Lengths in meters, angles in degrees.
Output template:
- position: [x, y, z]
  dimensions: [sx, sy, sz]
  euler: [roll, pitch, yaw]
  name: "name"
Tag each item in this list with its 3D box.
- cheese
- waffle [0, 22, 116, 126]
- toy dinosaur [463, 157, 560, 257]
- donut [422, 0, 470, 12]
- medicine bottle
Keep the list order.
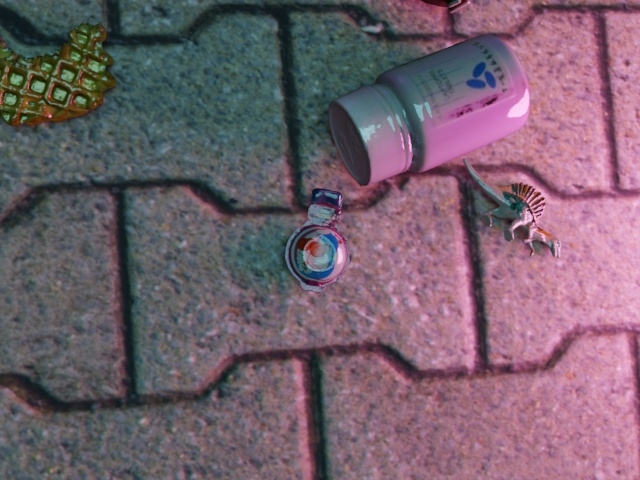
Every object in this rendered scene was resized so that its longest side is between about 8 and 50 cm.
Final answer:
- position: [0.000, 0.000, 1.237]
  dimensions: [0.095, 0.038, 0.145]
  euler: [10, 83, -11]
  name: "cheese"
- position: [-0.375, -0.231, 1.178]
  dimensions: [0.194, 0.051, 0.149]
  euler: [-15, 89, -13]
  name: "waffle"
- position: [0.290, -0.051, 1.306]
  dimensions: [0.106, 0.044, 0.187]
  euler: [-20, 75, -26]
  name: "toy dinosaur"
- position: [0.233, -0.503, 1.228]
  dimensions: [0.136, 0.259, 0.345]
  euler: [29, 78, 1]
  name: "donut"
- position: [0.150, -0.179, 1.230]
  dimensions: [0.254, 0.152, 0.152]
  euler: [-22, 89, -14]
  name: "medicine bottle"
